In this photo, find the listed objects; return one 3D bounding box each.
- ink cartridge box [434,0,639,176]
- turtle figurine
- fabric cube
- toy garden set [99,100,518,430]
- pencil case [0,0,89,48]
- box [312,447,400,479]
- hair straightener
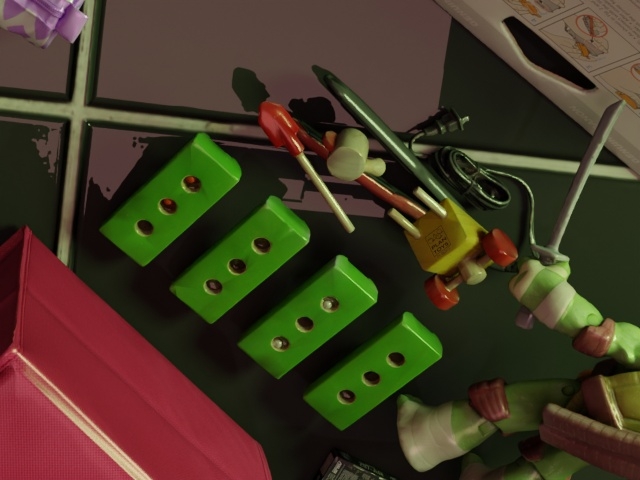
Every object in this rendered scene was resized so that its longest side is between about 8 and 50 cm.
[{"bbox_3d":[0.217,-0.166,0.958,0.296,0.261,0.066,37,70,-19],"label":"ink cartridge box"},{"bbox_3d":[0.201,0.091,1.080,0.266,0.274,0.198,-29,156,24],"label":"turtle figurine"},{"bbox_3d":[-0.201,0.191,0.965,0.254,0.259,0.258,-41,109,5],"label":"fabric cube"},{"bbox_3d":[0.000,0.000,1.032,0.244,0.049,0.204,42,118,-17],"label":"toy garden set"},{"bbox_3d":[-0.241,-0.205,0.925,0.206,0.088,0.086,29,102,-18],"label":"pencil case"},{"bbox_3d":[0.018,0.216,1.138,0.067,0.018,0.083,27,101,-17],"label":"box"},{"bbox_3d":[0.088,-0.051,1.052,0.230,0.047,0.089,36,98,-18],"label":"hair straightener"}]
